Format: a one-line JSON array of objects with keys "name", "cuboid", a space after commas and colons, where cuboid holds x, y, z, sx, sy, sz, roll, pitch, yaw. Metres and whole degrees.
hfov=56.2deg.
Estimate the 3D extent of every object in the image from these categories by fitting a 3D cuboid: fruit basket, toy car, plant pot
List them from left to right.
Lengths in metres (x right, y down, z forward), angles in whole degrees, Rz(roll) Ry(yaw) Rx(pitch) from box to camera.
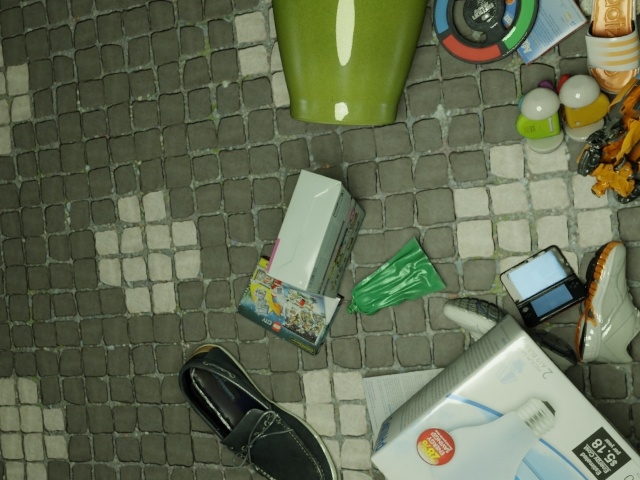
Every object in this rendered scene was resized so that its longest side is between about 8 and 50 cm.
[{"name": "plant pot", "cuboid": [0.055, -0.432, 1.285, 0.366, 0.366, 0.353, 8, 107, 18]}, {"name": "fruit basket", "cuboid": [0.289, 0.446, 1.349, 0.352, 0.165, 0.327, -16, 87, 34]}, {"name": "toy car", "cuboid": [0.494, -0.280, 1.245, 0.181, 0.159, 0.136, -16, 53, 18]}]

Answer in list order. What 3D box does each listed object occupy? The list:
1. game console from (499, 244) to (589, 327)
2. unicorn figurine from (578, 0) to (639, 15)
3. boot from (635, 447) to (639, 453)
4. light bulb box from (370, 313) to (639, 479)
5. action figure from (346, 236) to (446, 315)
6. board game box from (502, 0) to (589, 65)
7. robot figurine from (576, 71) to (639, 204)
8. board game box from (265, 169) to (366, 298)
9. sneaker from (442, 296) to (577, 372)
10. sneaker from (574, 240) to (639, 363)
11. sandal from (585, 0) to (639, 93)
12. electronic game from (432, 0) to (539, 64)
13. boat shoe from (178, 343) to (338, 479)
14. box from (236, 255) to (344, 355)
[{"name": "game console", "cuboid": [0.477, 0.098, 1.287, 0.144, 0.124, 0.085, -33, 109, 17]}, {"name": "unicorn figurine", "cuboid": [0.593, -0.504, 1.239, 0.161, 0.060, 0.111, -12, 89, 34]}, {"name": "boot", "cuboid": [0.701, 0.366, 1.228, 0.213, 0.077, 0.165, -26, 85, 12]}, {"name": "light bulb box", "cuboid": [0.346, 0.396, 1.111, 0.361, 0.225, 0.358, -44, 82, 9]}, {"name": "action figure", "cuboid": [0.158, 0.108, 1.400, 0.232, 0.063, 0.137, -32, 85, 13]}, {"name": "board game box", "cuboid": [0.431, -0.535, 1.284, 0.145, 0.027, 0.282, -34, 82, 31]}, {"name": "robot figurine", "cuboid": [0.634, -0.213, 1.191, 0.211, 0.085, 0.291, 26, 109, -25]}, {"name": "board game box", "cuboid": [0.000, 0.000, 1.301, 0.097, 0.303, 0.224, 19, 85, 16]}, {"name": "sneaker", "cuboid": [0.395, 0.227, 1.309, 0.297, 0.111, 0.130, 30, 112, 18]}, {"name": "sneaker", "cuboid": [0.614, 0.133, 1.245, 0.120, 0.099, 0.263, 8, 102, 9]}, {"name": "sandal", "cuboid": [0.576, -0.420, 1.194, 0.101, 0.076, 0.266, 2, 114, 36]}, {"name": "electronic game", "cuboid": [0.353, -0.499, 1.294, 0.229, 0.048, 0.230, 7, 103, 30]}, {"name": "boat shoe", "cuboid": [-0.165, 0.464, 1.476, 0.500, 0.156, 0.187, 45, 103, 10]}, {"name": "box", "cuboid": [-0.077, 0.160, 1.489, 0.233, 0.044, 0.159, 27, 100, 15]}]
